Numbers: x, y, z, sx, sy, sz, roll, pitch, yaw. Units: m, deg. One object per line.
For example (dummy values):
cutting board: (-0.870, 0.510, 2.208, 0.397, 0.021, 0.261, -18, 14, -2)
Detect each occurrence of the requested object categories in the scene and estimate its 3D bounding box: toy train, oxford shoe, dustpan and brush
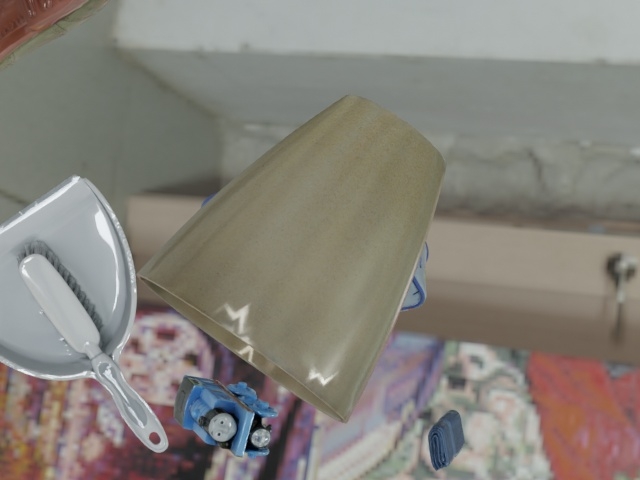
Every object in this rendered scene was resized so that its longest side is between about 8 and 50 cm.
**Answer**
toy train: (-0.128, 0.236, 2.157, 0.184, 0.105, 0.080, -151, -106, -67)
oxford shoe: (-0.368, -0.271, 1.953, 0.146, 0.397, 0.140, -13, 87, -53)
dustpan and brush: (-0.181, 0.072, 1.239, 0.211, 0.147, 0.060, 55, -5, -6)

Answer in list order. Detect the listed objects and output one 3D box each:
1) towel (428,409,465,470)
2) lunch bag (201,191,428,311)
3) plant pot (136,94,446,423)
towel: (0.190, 0.303, 2.468, 0.119, 0.029, 0.067, -26, 108, -68)
lunch bag: (-0.013, 0.021, 2.178, 0.243, 0.303, 0.115, 62, 26, -49)
plant pot: (0.000, 0.000, 1.621, 0.274, 0.256, 0.256, -54, 151, -8)
